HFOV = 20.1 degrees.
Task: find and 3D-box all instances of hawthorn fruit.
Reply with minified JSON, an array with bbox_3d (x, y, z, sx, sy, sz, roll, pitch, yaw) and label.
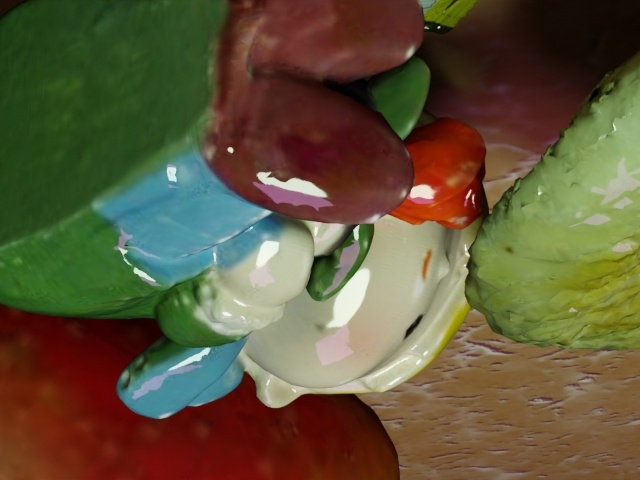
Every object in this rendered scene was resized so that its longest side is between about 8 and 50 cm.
[{"bbox_3d":[-0.095,0.114,0.719,0.307,0.265,0.265,-4,159,-20],"label":"hawthorn fruit"}]

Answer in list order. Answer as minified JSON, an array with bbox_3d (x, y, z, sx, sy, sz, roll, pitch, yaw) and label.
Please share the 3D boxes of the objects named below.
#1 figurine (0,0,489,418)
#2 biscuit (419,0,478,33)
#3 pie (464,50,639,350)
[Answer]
[{"bbox_3d":[0.003,-0.014,0.577,0.185,0.127,0.234,-21,149,38],"label":"figurine"},{"bbox_3d":[-0.067,-0.097,0.493,0.292,0.026,0.048,10,150,-32],"label":"biscuit"},{"bbox_3d":[0.171,-0.040,0.561,0.277,0.078,0.277,-14,159,-6],"label":"pie"}]
